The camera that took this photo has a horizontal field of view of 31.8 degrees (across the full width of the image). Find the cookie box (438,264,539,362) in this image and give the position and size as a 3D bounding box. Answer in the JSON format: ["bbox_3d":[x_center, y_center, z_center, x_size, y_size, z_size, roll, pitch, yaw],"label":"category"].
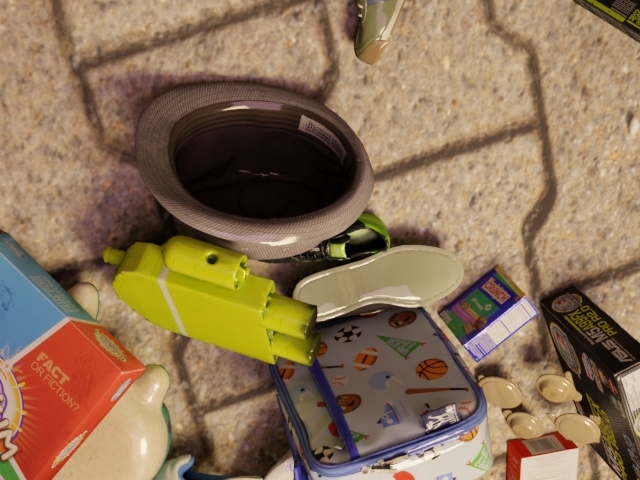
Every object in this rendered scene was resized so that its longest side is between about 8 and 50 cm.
[{"bbox_3d":[0.223,0.097,1.499,0.107,0.092,0.040,-39,120,3],"label":"cookie box"}]

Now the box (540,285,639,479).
[{"bbox_3d":[0.406,0.223,1.533,0.060,0.216,0.270,-26,118,-5],"label":"box"}]

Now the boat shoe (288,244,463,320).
[{"bbox_3d":[0.070,0.054,1.454,0.227,0.068,0.081,-10,90,-11],"label":"boat shoe"}]

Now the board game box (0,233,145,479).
[{"bbox_3d":[-0.394,0.187,1.317,0.242,0.064,0.316,41,99,12],"label":"board game box"}]

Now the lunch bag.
[{"bbox_3d":[0.064,0.205,1.385,0.243,0.303,0.115,-16,120,-7],"label":"lunch bag"}]

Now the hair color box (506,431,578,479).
[{"bbox_3d":[0.327,0.372,1.668,0.093,0.053,0.167,-7,113,-13],"label":"hair color box"}]

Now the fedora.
[{"bbox_3d":[-0.081,-0.063,1.304,0.275,0.244,0.124,-3,143,-16],"label":"fedora"}]

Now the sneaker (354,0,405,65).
[{"bbox_3d":[0.062,-0.307,1.300,0.086,0.064,0.192,21,106,-14],"label":"sneaker"}]

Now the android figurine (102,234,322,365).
[{"bbox_3d":[-0.132,0.072,1.334,0.273,0.056,0.248,17,156,14],"label":"android figurine"}]

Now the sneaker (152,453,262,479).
[{"bbox_3d":[-0.118,0.421,1.423,0.323,0.130,0.236,38,93,4],"label":"sneaker"}]

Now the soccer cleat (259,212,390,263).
[{"bbox_3d":[0.000,0.000,1.407,0.179,0.072,0.060,-8,115,-11],"label":"soccer cleat"}]

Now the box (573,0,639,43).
[{"bbox_3d":[0.405,-0.322,1.310,0.045,0.191,0.184,27,104,-45],"label":"box"}]

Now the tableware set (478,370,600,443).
[{"bbox_3d":[0.305,0.234,1.569,0.168,0.020,0.141,-6,129,35],"label":"tableware set"}]

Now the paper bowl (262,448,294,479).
[{"bbox_3d":[0.061,0.377,1.506,0.284,0.148,0.284,8,111,22],"label":"paper bowl"}]

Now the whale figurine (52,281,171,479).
[{"bbox_3d":[-0.284,0.186,1.397,0.216,0.141,0.272,-16,93,10],"label":"whale figurine"}]
